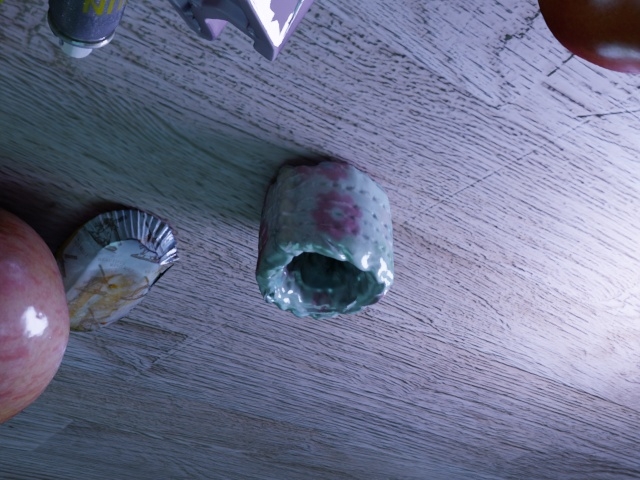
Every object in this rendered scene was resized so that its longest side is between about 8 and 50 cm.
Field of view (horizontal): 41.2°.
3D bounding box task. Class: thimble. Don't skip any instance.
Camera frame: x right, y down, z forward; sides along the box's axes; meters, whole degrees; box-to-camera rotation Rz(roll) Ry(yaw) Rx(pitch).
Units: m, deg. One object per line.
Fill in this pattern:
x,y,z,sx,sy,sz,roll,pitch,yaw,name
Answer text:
0.000,0.000,1.136,0.185,0.149,0.211,-14,146,21,thimble

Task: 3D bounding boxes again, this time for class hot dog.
-0.325,0.046,1.262,0.162,0.082,0.270,14,137,-36,hot dog

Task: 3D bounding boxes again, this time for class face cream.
-0.198,-0.274,0.773,0.073,0.073,0.283,12,145,-20,face cream

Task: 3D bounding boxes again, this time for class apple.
-0.483,0.107,1.136,0.269,0.345,0.345,18,142,-26,apple

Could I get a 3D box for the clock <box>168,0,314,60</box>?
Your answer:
-0.118,-0.241,0.597,0.275,0.080,0.290,35,176,16,clock

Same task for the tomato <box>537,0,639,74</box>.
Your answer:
0.334,-0.238,0.700,0.298,0.298,0.226,9,106,-15,tomato

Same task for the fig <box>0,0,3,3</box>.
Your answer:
-0.337,-0.303,0.651,0.206,0.206,0.275,-23,127,30,fig
